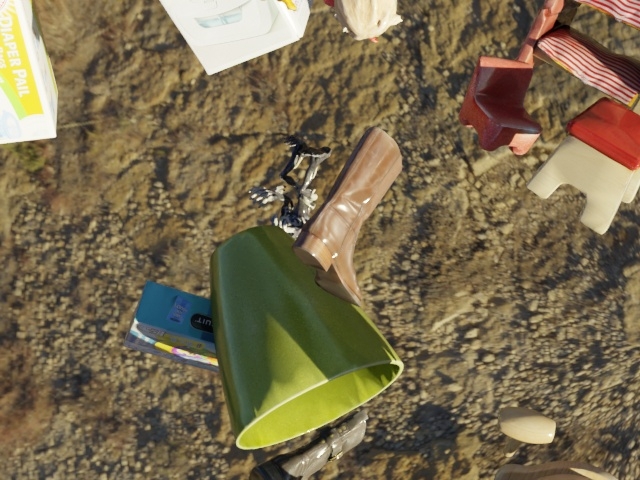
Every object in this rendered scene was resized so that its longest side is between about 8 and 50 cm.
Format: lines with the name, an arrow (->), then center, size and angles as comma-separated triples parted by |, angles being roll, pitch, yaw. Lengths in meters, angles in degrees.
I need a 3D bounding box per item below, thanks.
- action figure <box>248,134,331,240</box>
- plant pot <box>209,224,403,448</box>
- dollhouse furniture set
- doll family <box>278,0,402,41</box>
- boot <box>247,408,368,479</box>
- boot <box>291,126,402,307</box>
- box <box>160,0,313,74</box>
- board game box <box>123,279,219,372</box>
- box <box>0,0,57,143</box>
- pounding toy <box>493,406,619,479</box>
action figure -> -0.068, -0.071, 1.470 | 0.164, 0.141, 0.275 | 37, 124, 43
plant pot -> -0.058, 0.130, 1.129 | 0.275, 0.275, 0.293 | -35, 65, 18
dollhouse furniture set -> 0.279, -0.179, 0.710 | 0.201, 0.374, 0.152 | 35, 128, 19
doll family -> 0.006, -0.193, 0.310 | 0.118, 0.263, 0.163 | 15, 69, -4
boot -> -0.027, 0.412, 1.300 | 0.091, 0.229, 0.263 | 54, 146, 18
boot -> 0.033, -0.017, 0.532 | 0.037, 0.106, 0.114 | 21, 70, 29
box -> -0.100, -0.357, 0.769 | 0.127, 0.231, 0.262 | -16, 40, 25
board game box -> -0.183, 0.188, 1.330 | 0.336, 0.254, 0.079 | 19, 68, -13
box -> -0.355, -0.213, 0.752 | 0.114, 0.203, 0.103 | -9, 42, -11
pounding toy -> 0.279, 0.318, 0.836 | 0.154, 0.155, 0.269 | 7, 114, 21
